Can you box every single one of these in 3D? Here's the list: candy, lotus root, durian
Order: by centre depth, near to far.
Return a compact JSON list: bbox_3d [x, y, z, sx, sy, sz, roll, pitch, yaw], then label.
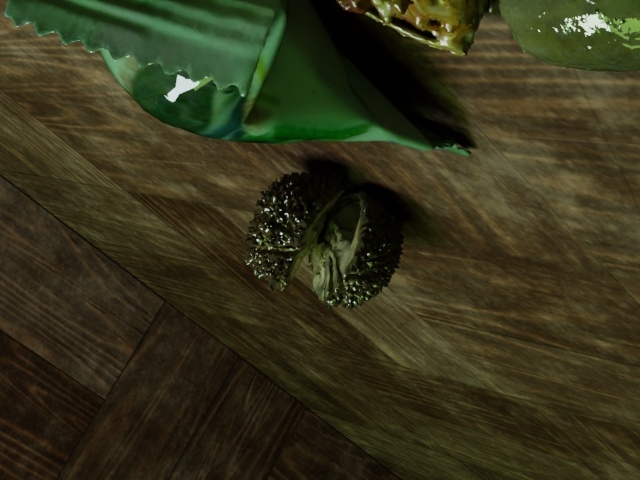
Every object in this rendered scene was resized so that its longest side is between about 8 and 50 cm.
[{"bbox_3d":[0.194,-0.154,0.860,0.090,0.077,0.183,41,162,-35],"label":"lotus root"},{"bbox_3d":[-0.052,-0.150,1.178,0.263,0.172,0.398,25,177,33],"label":"candy"},{"bbox_3d":[0.000,0.000,1.544,0.196,0.167,0.196,38,179,1],"label":"durian"}]

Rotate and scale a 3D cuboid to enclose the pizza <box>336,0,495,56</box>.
[{"bbox_3d":[0.009,-0.229,0.950,0.305,0.085,0.161,36,162,-25],"label":"pizza"}]
